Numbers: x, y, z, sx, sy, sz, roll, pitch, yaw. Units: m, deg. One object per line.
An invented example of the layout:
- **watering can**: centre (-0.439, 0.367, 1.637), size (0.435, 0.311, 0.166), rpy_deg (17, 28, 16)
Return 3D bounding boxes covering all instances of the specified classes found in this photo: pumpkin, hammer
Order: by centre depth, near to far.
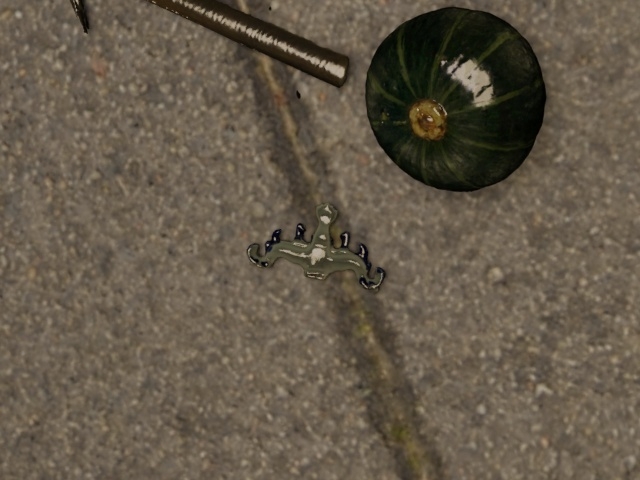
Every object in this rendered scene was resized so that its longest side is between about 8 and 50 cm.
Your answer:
- **pumpkin**: centre (0.120, -0.128, 1.101), size (0.167, 0.125, 0.167), rpy_deg (24, 138, 24)
- **hammer**: centre (-0.108, -0.217, 1.176), size (0.297, 0.027, 0.125), rpy_deg (23, 97, 4)

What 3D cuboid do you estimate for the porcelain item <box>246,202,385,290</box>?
- **porcelain item**: centre (0.000, 0.000, 1.181), size (0.136, 0.021, 0.075), rpy_deg (12, 96, 6)
